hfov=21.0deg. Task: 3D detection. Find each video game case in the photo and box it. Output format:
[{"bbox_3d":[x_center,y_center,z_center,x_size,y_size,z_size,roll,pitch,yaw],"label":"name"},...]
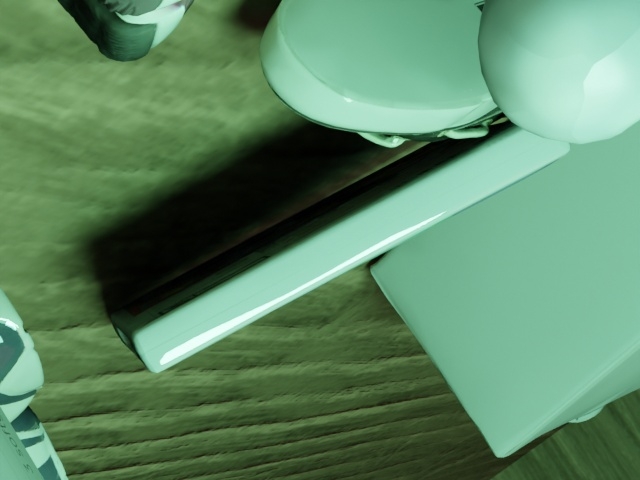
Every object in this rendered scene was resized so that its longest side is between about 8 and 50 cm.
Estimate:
[{"bbox_3d":[0.000,0.000,0.795,0.201,0.023,0.183,-28,-175,-9],"label":"video game case"}]

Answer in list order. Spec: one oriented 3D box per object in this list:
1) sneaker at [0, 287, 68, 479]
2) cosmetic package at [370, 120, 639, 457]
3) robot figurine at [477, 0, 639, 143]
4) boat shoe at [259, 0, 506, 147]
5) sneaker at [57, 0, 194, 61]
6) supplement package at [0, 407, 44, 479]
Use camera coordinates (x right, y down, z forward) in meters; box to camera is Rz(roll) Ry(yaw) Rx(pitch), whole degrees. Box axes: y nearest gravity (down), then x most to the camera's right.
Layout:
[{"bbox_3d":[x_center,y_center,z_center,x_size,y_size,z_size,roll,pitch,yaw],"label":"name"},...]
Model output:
[{"bbox_3d":[-0.190,0.096,0.710,0.153,0.094,0.235,-27,163,-17],"label":"sneaker"},{"bbox_3d":[0.233,-0.052,1.005,0.217,0.156,0.385,-15,156,-49],"label":"cosmetic package"},{"bbox_3d":[0.147,-0.138,0.348,0.300,0.200,0.353,-46,-166,28],"label":"robot figurine"},{"bbox_3d":[0.045,-0.070,0.713,0.219,0.078,0.070,-17,156,-50],"label":"boat shoe"},{"bbox_3d":[-0.004,-0.149,0.341,0.162,0.106,0.281,-33,164,-16],"label":"sneaker"},{"bbox_3d":[-0.182,0.110,0.452,0.204,0.262,0.145,-37,165,8],"label":"supplement package"}]
